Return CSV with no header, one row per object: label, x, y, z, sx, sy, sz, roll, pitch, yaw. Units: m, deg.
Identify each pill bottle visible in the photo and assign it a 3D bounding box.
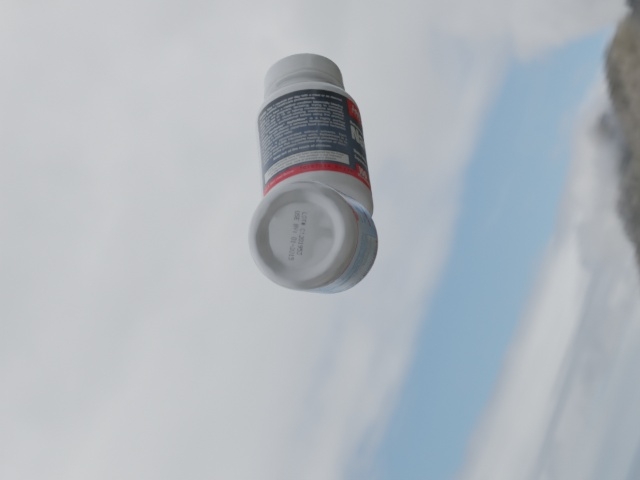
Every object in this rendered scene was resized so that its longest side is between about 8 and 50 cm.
pill bottle,-0.009,-0.092,1.436,0.108,0.108,0.180,90,175,-53
pill bottle,0.000,0.000,1.205,0.160,0.087,0.087,16,-87,-78
